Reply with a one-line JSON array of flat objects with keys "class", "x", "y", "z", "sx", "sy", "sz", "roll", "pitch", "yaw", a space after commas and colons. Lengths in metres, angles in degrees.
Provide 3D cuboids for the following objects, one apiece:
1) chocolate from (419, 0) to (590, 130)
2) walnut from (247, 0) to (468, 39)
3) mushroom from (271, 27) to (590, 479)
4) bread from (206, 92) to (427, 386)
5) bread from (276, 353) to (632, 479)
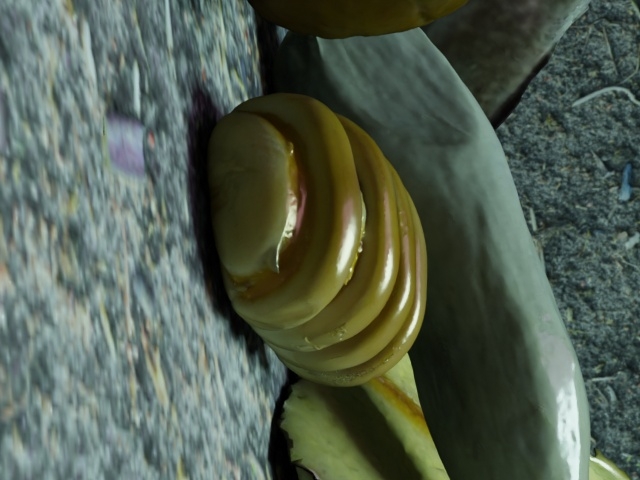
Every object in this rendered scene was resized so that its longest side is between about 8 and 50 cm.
[{"class": "chocolate", "x": 0.095, "y": -0.140, "z": 1.110, "sx": 0.303, "sy": 0.100, "sz": 0.185, "roll": -54, "pitch": -170, "yaw": 21}, {"class": "walnut", "x": 0.017, "y": -0.178, "z": 0.825, "sx": 0.207, "sy": 0.167, "sz": 0.167, "roll": -79, "pitch": 160, "yaw": -69}, {"class": "mushroom", "x": 0.067, "y": 0.018, "z": 0.952, "sx": 0.097, "sy": 0.109, "sz": 0.351, "roll": -6, "pitch": 67, "yaw": -50}, {"class": "bread", "x": 0.000, "y": 0.000, "z": 0.832, "sx": 0.177, "sy": 0.084, "sz": 0.119, "roll": 48, "pitch": 36, "yaw": -68}, {"class": "bread", "x": 0.125, "y": 0.163, "z": 1.082, "sx": 0.345, "sy": 0.242, "sz": 0.404, "roll": -89, "pitch": 172, "yaw": -55}]
